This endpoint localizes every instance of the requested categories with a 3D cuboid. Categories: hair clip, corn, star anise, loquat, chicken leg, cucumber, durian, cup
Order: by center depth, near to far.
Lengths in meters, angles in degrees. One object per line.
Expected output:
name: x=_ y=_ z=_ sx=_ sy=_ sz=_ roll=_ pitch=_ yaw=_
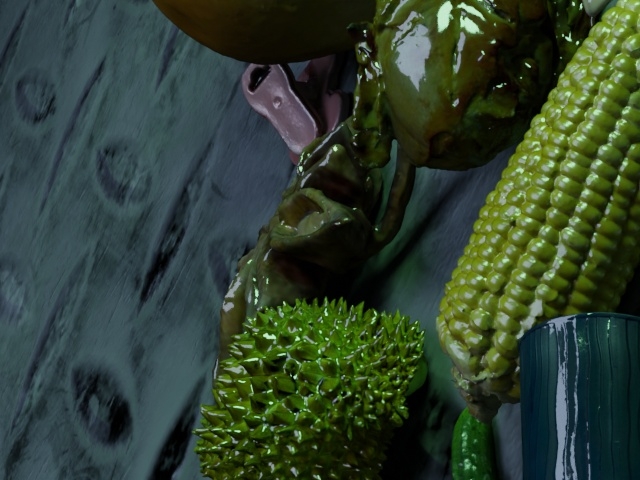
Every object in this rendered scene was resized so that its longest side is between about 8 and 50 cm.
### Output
cup: x=0.202 y=0.144 z=1.327 sx=0.113 sy=0.150 sz=0.138 roll=-9 pitch=59 yaw=22
corn: x=0.192 y=-0.021 z=1.427 sx=0.347 sy=0.130 sz=0.130 roll=-64 pitch=26 yaw=5
cucumber: x=0.123 y=0.196 z=1.494 sx=0.039 sy=0.039 sz=0.168 roll=-48 pitch=30 yaw=37
chicken leg: x=0.133 y=-0.229 z=1.619 sx=0.140 sy=0.211 sz=0.361 roll=88 pitch=-172 yaw=-66
durian: x=-0.015 y=0.157 z=1.650 sx=0.200 sy=0.176 sz=0.237 roll=-76 pitch=7 yaw=-61
star anise: x=-0.002 y=-0.001 z=1.777 sx=0.349 sy=0.109 sz=0.292 roll=-59 pitch=14 yaw=13
loquat: x=-0.038 y=-0.332 z=1.870 sx=0.328 sy=0.328 sz=0.328 roll=-42 pitch=37 yaw=43
hair clip: x=-0.009 y=-0.140 z=2.003 sx=0.138 sy=0.102 sz=0.123 roll=50 pitch=123 yaw=24

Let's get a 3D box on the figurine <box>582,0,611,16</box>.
figurine: x=0.253 y=-0.244 z=1.485 sx=0.125 sy=0.125 sz=0.138 roll=-51 pitch=16 yaw=33
